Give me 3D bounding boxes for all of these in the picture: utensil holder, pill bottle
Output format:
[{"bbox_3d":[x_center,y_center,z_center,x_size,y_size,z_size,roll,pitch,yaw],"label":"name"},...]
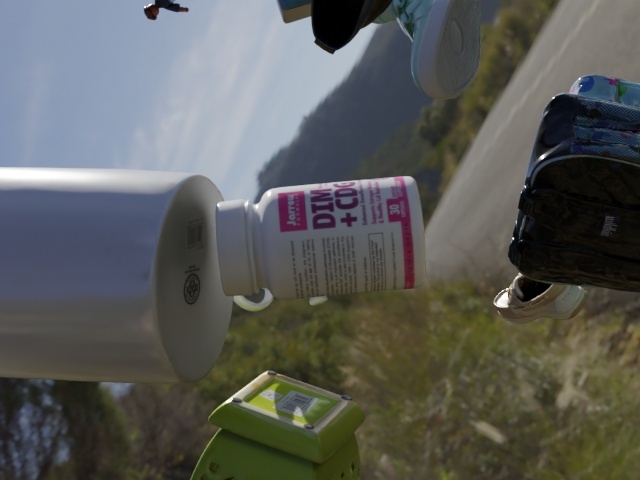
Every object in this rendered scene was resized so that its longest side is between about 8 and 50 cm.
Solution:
[{"bbox_3d":[-0.355,0.053,1.736,0.327,0.385,0.328,2,-90,-73],"label":"utensil holder"},{"bbox_3d":[0.000,0.000,1.667,0.160,0.283,0.160,174,90,-90],"label":"pill bottle"}]

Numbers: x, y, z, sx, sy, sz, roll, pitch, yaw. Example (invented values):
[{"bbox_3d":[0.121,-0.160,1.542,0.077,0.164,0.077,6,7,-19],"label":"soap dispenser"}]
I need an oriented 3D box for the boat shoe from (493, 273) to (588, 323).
[{"bbox_3d":[0.273,0.066,1.522,0.063,0.059,0.170,-54,18,-22],"label":"boat shoe"}]

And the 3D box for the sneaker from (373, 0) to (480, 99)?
[{"bbox_3d":[0.087,-0.228,1.256,0.256,0.151,0.094,-78,-31,-43],"label":"sneaker"}]

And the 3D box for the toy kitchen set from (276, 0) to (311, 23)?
[{"bbox_3d":[-0.020,-0.386,1.340,0.122,0.207,0.166,-19,-16,-3],"label":"toy kitchen set"}]

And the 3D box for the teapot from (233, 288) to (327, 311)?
[{"bbox_3d":[-0.037,0.028,2.129,0.252,0.256,0.187,44,-152,-80],"label":"teapot"}]

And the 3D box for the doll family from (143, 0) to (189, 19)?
[{"bbox_3d":[-0.266,-0.415,1.805,0.111,0.193,0.076,-47,23,3],"label":"doll family"}]

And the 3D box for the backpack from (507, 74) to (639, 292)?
[{"bbox_3d":[0.346,-0.047,1.257,0.225,0.253,0.191,89,-162,-52],"label":"backpack"}]

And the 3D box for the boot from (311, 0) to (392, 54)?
[{"bbox_3d":[0.053,-0.248,0.943,0.106,0.082,0.219,-65,-2,-48],"label":"boot"}]

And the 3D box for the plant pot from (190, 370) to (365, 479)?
[{"bbox_3d":[-0.060,0.343,1.867,0.228,0.227,0.207,-28,-48,-65],"label":"plant pot"}]
